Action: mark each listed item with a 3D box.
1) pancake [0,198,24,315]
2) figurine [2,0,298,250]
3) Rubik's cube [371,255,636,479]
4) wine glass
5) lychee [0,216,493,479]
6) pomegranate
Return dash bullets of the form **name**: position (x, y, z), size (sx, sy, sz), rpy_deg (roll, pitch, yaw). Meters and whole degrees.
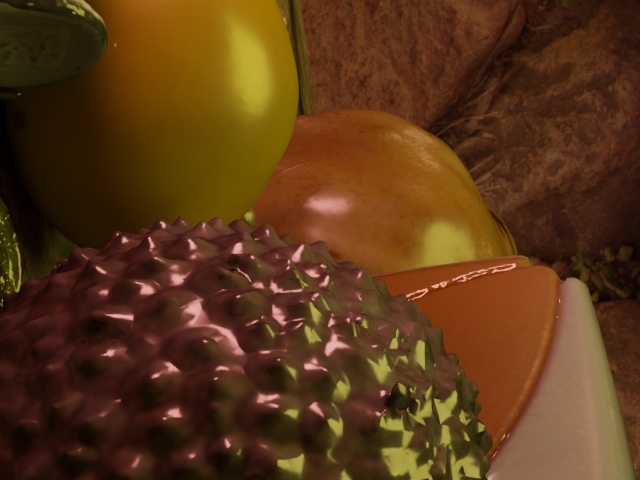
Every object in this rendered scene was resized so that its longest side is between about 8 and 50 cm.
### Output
- **pancake**: position (-0.184, 0.016, 0.973), size (0.108, 0.017, 0.108), rpy_deg (-6, 90, -86)
- **figurine**: position (-0.110, -0.102, 1.177), size (0.344, 0.187, 0.215), rpy_deg (-106, -163, -83)
- **Rubik's cube**: position (0.048, 0.253, 1.168), size (0.352, 0.347, 0.352), rpy_deg (-92, 171, -52)
- **wine glass**: position (-0.171, -0.191, 0.979), size (0.111, 0.111, 0.204), rpy_deg (66, 18, -67)
- **lychee**: position (-0.045, 0.136, 0.846), size (0.300, 0.300, 0.300), rpy_deg (-10, 90, -84)
- **pomegranate**: position (0.011, 0.058, 1.441), size (0.332, 0.332, 0.333), rpy_deg (-10, 90, -84)
